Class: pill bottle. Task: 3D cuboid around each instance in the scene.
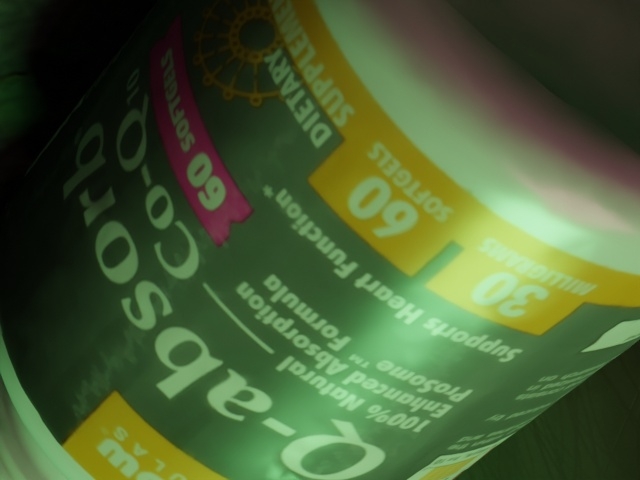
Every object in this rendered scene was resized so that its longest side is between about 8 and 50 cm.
[{"bbox_3d":[0.000,0.000,0.559,0.162,0.162,0.278,5,146,-34],"label":"pill bottle"}]

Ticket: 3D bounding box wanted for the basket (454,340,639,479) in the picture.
[{"bbox_3d":[0.118,0.111,0.695,0.154,0.226,0.204,-11,172,-18],"label":"basket"}]
